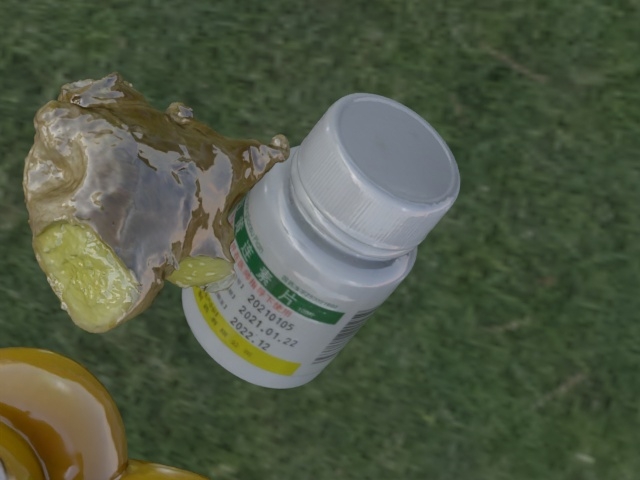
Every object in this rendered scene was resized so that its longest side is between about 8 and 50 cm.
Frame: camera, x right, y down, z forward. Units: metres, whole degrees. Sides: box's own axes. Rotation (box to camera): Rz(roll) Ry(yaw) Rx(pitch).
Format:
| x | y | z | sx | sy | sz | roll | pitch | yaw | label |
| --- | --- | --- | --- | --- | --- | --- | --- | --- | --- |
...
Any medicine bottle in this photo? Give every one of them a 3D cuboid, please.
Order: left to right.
| x | y | z | sx | sy | sz | roll | pitch | yaw | label |
| --- | --- | --- | --- | --- | --- | --- | --- | --- | --- |
| 0.000 | 0.000 | 2.189 | 0.208 | 0.208 | 0.340 | 2 | 141 | -37 | medicine bottle |

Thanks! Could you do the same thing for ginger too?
| x | y | z | sx | sy | sz | roll | pitch | yaw | label |
| --- | --- | --- | --- | --- | --- | --- | --- | --- | --- |
| -0.140 | -0.049 | 1.593 | 0.270 | 0.123 | 0.219 | -31 | 95 | -52 | ginger |

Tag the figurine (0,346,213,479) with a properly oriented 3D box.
| x | y | z | sx | sy | sz | roll | pitch | yaw | label |
| --- | --- | --- | --- | --- | --- | --- | --- | --- | --- |
| -0.120 | 0.165 | 0.870 | 0.228 | 0.215 | 0.215 | 34 | 77 | -55 | figurine |
